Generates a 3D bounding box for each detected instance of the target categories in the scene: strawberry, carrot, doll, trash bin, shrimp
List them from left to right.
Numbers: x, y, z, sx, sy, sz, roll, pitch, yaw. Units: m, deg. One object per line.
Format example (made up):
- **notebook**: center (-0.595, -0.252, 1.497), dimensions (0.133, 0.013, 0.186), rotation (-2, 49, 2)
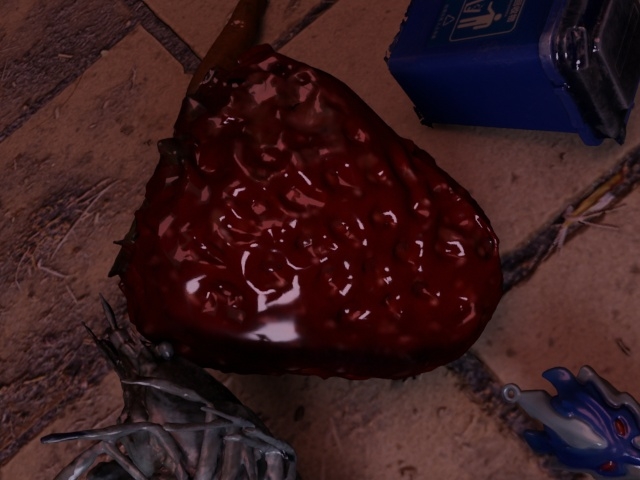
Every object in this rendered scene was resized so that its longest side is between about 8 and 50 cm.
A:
- **carrot**: center (-0.124, -0.267, 1.085), dimensions (0.059, 0.059, 0.247), rotation (7, 62, 29)
- **shrimp**: center (-0.071, 0.226, 0.630), dimensions (0.221, 0.410, 0.166), rotation (-44, 6, 38)
- **strawberry**: center (0.000, 0.000, 0.761), dimensions (0.345, 0.295, 0.317), rotation (23, 63, -2)
- **trash bin**: center (0.208, -0.192, 0.822), dimensions (0.235, 0.184, 0.162), rotation (5, 63, 40)
- **doll**: center (0.241, 0.161, 0.645), dimensions (0.195, 0.070, 0.095), rotation (20, 102, 30)
